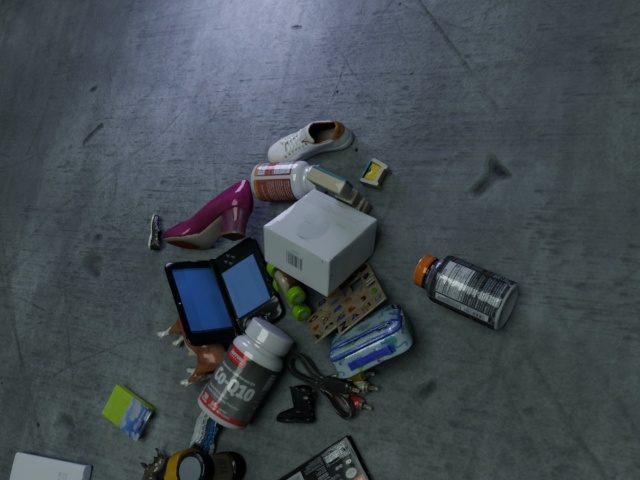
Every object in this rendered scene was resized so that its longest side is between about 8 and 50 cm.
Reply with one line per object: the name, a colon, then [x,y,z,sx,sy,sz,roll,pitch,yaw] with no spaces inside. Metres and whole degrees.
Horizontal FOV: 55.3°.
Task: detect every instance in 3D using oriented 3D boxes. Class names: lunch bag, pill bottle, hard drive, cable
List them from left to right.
hard drive: [-0.890,0.819,1.982,0.318,0.040,0.210,-1,73,26]
pill bottle: [-0.206,0.369,1.715,0.161,0.161,0.283,31,90,31]
pill bottle: [-0.094,-0.181,1.863,0.216,0.121,0.121,1,74,27]
cable: [0.025,0.394,1.672,0.287,0.072,0.140,9,95,41]
lunch bag: [0.130,0.259,1.574,0.218,0.176,0.090,-28,102,16]
pill bottle: [0.358,0.118,1.535,0.245,0.130,0.131,25,86,31]

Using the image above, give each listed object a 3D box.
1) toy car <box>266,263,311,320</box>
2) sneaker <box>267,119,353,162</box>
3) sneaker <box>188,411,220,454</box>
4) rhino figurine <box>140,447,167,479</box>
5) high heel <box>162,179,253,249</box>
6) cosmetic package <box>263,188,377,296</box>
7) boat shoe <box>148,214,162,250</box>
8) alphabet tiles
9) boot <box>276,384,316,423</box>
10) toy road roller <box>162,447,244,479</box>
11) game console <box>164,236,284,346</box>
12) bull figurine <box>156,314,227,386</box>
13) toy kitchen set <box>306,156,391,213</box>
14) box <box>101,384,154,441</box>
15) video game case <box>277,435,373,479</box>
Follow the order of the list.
toy car: [-0.033,0.108,1.755,0.188,0.149,0.155,-29,48,-12]
sneaker: [-0.053,-0.314,1.887,0.290,0.123,0.106,-15,70,23]
sneaker: [-0.342,0.564,1.787,0.191,0.071,0.083,-67,24,4]
rhino figurine: [-0.482,0.734,1.788,0.106,0.073,0.244,-17,65,18]
high heel: [-0.359,-0.077,1.952,0.377,0.127,0.182,-6,67,33]
cosmetic package: [0.000,0.000,1.680,0.224,0.138,0.224,28,49,26]
boat shoe: [-0.563,-0.028,2.095,0.041,0.049,0.133,-1,63,-3]
alphabet tiles: [0.063,0.178,1.672,0.237,0.009,0.198,-40,28,10]
boot: [-0.069,0.448,1.672,0.121,0.045,0.099,-6,93,24]
toy road roller: [-0.333,0.730,1.639,0.240,0.202,0.330,-25,64,19]
game console: [-0.288,0.144,1.824,0.250,0.173,0.293,-33,63,14]
bull figurine: [-0.387,0.290,1.870,0.188,0.101,0.310,-41,58,14]
toy kitchen set: [0.086,-0.189,1.726,0.122,0.207,0.166,28,87,30]
box: [-0.602,0.544,1.926,0.178,0.042,0.109,24,86,30]
video game case: [0.021,0.686,1.574,0.274,0.035,0.248,-36,61,11]
